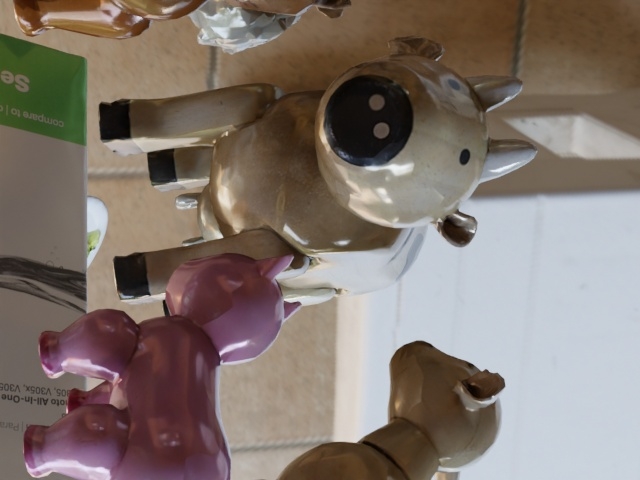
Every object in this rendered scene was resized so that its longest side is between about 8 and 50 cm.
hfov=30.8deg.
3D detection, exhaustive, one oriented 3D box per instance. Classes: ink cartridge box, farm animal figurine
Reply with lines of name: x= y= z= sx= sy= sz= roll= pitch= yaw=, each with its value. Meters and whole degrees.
ink cartridge box: x=-0.246 y=0.037 z=0.739 sx=0.121 sy=0.211 sz=0.289 roll=13 pitch=62 yaw=-37
farm animal figurine: x=0.000 y=0.000 z=0.475 sx=0.172 sy=0.327 sz=0.330 roll=-7 pitch=99 yaw=3

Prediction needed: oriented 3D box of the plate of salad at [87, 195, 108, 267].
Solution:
plate of salad: x=-0.254 y=0.043 z=1.008 sx=0.048 sy=0.200 sz=0.200 roll=41 pitch=95 yaw=13
